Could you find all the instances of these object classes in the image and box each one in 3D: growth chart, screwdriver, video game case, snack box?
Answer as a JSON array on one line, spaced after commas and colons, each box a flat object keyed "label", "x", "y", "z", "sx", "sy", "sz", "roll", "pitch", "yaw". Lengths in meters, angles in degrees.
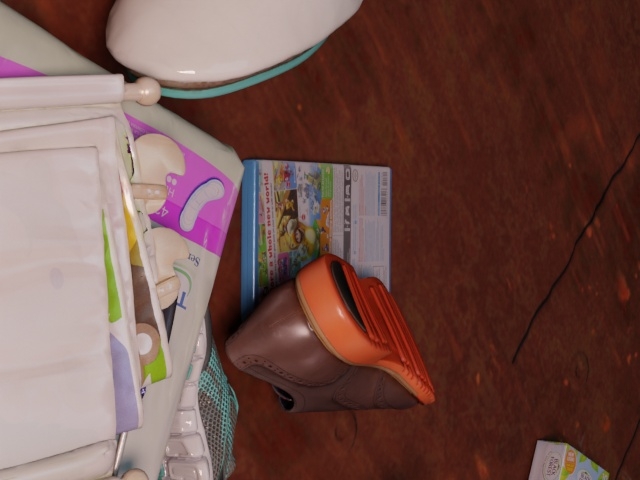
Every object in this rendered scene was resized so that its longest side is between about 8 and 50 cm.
[{"label": "growth chart", "x": -0.139, "y": 0.028, "z": 0.650, "sx": 0.172, "sy": 0.021, "sz": 0.237, "roll": 2, "pitch": 85, "yaw": -41}, {"label": "screwdriver", "x": -0.103, "y": 0.099, "z": 0.704, "sx": 0.024, "sy": 0.025, "sz": 0.170, "roll": 22, "pitch": 73, "yaw": -47}, {"label": "video game case", "x": 0.000, "y": 0.000, "z": 0.995, "sx": 0.166, "sy": 0.015, "sz": 0.119, "roll": -1, "pitch": 92, "yaw": -51}, {"label": "snack box", "x": 0.233, "y": 0.278, "z": 1.267, "sx": 0.100, "sy": 0.037, "sz": 0.141, "roll": 37, "pitch": 62, "yaw": -46}]

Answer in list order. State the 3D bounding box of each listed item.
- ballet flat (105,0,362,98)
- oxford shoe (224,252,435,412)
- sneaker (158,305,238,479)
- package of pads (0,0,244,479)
[{"label": "ballet flat", "x": -0.007, "y": -0.218, "z": 0.871, "sx": 0.400, "sy": 0.139, "sz": 0.139, "roll": -39, "pitch": 120, "yaw": -50}, {"label": "oxford shoe", "x": 0.012, "y": 0.083, "z": 0.961, "sx": 0.097, "sy": 0.098, "sz": 0.271, "roll": 67, "pitch": 12, "yaw": 26}, {"label": "sneaker", "x": -0.088, "y": 0.097, "z": 0.866, "sx": 0.076, "sy": 0.065, "sz": 0.166, "roll": -19, "pitch": 109, "yaw": -66}, {"label": "package of pads", "x": -0.173, "y": 0.041, "z": 0.718, "sx": 0.229, "sy": 0.101, "sz": 0.296, "roll": 31, "pitch": 68, "yaw": -45}]
